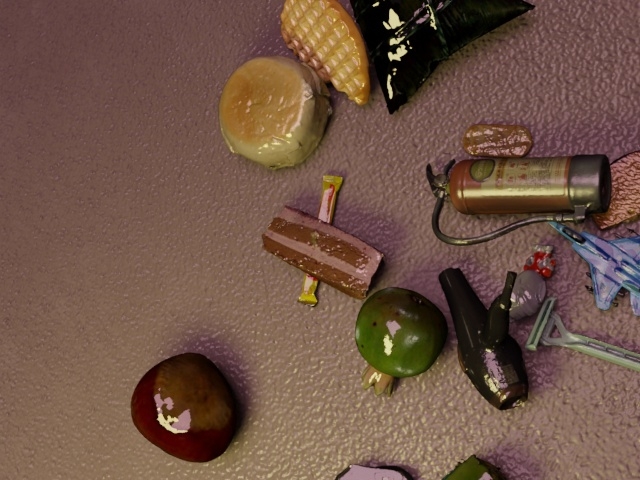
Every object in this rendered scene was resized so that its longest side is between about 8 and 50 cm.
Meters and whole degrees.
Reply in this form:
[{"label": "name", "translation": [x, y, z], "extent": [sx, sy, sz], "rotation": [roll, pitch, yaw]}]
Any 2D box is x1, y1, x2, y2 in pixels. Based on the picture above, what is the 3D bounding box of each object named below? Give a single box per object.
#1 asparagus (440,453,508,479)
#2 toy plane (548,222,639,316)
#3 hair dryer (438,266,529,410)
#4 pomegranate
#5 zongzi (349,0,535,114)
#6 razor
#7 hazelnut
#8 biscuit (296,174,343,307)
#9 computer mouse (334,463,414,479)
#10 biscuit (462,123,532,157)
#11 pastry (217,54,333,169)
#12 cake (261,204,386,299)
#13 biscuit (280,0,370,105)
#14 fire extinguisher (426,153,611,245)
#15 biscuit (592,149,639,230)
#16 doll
[{"label": "asparagus", "translation": [0.192, 0.548, 1.717], "extent": [0.382, 0.108, 0.128], "rotation": [-41, 66, 10]}, {"label": "toy plane", "translation": [0.528, 0.030, 1.735], "extent": [0.246, 0.078, 0.169], "rotation": [37, 91, 33]}, {"label": "hair dryer", "translation": [0.307, 0.117, 1.667], "extent": [0.120, 0.359, 0.304], "rotation": [-13, 59, -8]}, {"label": "pomegranate", "translation": [0.145, 0.204, 1.805], "extent": [0.187, 0.187, 0.225], "rotation": [32, 118, 27]}, {"label": "zongzi", "translation": [0.237, -0.513, 1.931], "extent": [0.362, 0.319, 0.384], "rotation": [-23, 87, 13]}, {"label": "razor", "translation": [0.529, 0.204, 1.703], "extent": [0.277, 0.056, 0.111], "rotation": [21, 69, 19]}, {"label": "hazelnut", "translation": [-0.279, 0.360, 1.920], "extent": [0.229, 0.229, 0.230], "rotation": [-6, 74, 21]}, {"label": "biscuit", "translation": [0.000, 0.000, 1.991], "extent": [0.048, 0.026, 0.292], "rotation": [9, 80, 16]}, {"label": "computer mouse", "translation": [0.106, 0.487, 1.799], "extent": [0.172, 0.057, 0.099], "rotation": [-4, 72, 10]}, {"label": "biscuit", "translation": [0.364, -0.205, 1.897], "extent": [0.147, 0.018, 0.071], "rotation": [6, 77, 23]}, {"label": "pastry", "translation": [-0.103, -0.285, 2.052], "extent": [0.264, 0.133, 0.265], "rotation": [-6, 75, 21]}, {"label": "cake", "translation": [0.010, 0.029, 1.936], "extent": [0.295, 0.113, 0.116], "rotation": [28, 79, 27]}, {"label": "biscuit", "translation": [0.005, -0.446, 2.020], "extent": [0.040, 0.205, 0.309], "rotation": [-28, 56, -26]}, {"label": "fire extinguisher", "translation": [0.357, -0.088, 1.784], "extent": [0.376, 0.113, 0.200], "rotation": [2, 38, 31]}, {"label": "biscuit", "translation": [0.606, -0.108, 1.765], "extent": [0.206, 0.025, 0.126], "rotation": [-29, 67, 13]}, {"label": "doll", "translation": [0.403, 0.084, 1.775], "extent": [0.094, 0.079, 0.180], "rotation": [9, 67, 54]}]
